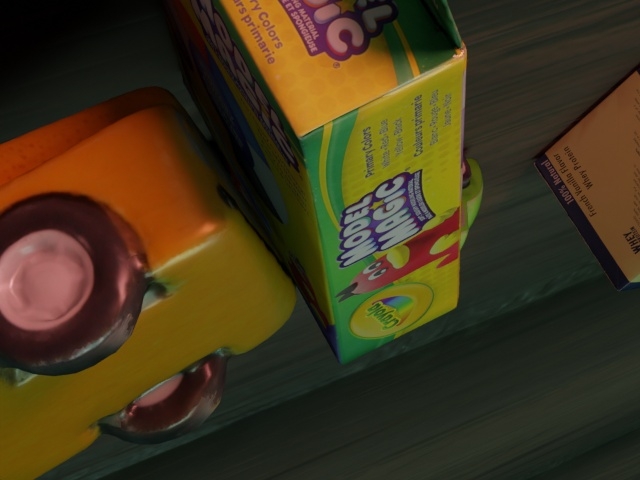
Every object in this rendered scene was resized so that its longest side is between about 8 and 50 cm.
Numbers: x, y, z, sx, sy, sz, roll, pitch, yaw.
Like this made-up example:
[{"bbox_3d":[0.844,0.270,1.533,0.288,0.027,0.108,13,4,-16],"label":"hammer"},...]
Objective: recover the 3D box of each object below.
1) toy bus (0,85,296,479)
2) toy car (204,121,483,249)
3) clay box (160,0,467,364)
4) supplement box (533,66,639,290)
[{"bbox_3d":[-0.179,0.051,0.547,0.332,0.130,0.108,-31,159,1],"label":"toy bus"},{"bbox_3d":[0.000,0.000,0.790,0.225,0.053,0.239,-8,151,-46],"label":"toy car"},{"bbox_3d":[-0.009,-0.058,0.532,0.053,0.127,0.222,-27,159,-6],"label":"clay box"},{"bbox_3d":[0.170,-0.032,0.907,0.056,0.083,0.083,-3,146,-51],"label":"supplement box"}]
